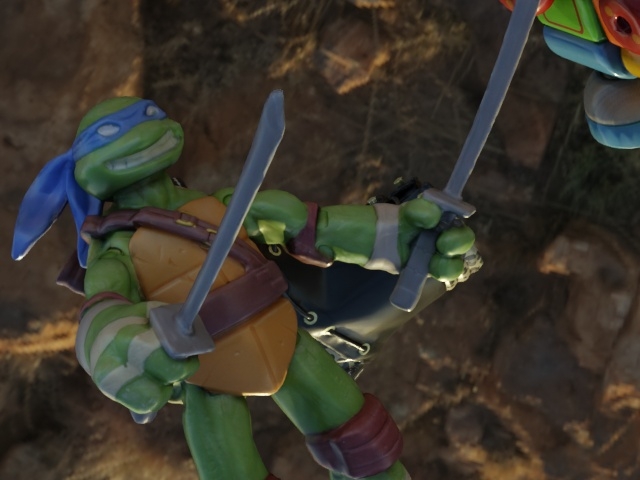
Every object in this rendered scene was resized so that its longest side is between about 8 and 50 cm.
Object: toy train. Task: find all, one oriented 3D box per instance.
[{"bbox_3d":[0.195,-0.086,0.581,0.248,0.105,0.143,36,158,53],"label":"toy train"}]

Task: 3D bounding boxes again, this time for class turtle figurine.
[{"bbox_3d":[-0.002,0.049,0.543,0.274,0.198,0.266,-17,102,18],"label":"turtle figurine"}]

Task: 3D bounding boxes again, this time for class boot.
[{"bbox_3d":[0.000,0.000,0.901,0.178,0.085,0.236,-39,123,-1],"label":"boot"}]
